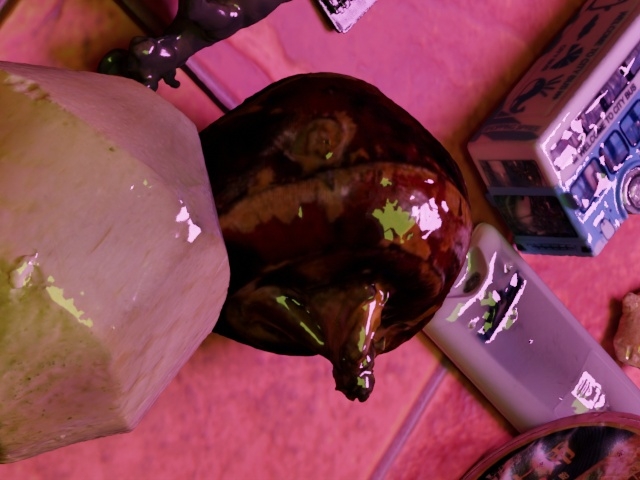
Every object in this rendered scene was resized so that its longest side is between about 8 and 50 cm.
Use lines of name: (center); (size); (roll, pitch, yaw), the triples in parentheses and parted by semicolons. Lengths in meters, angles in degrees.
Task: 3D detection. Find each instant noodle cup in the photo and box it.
instant noodle cup: (0.238, 0.307, 1.497); (0.244, 0.244, 0.255); (-45, 119, -26)

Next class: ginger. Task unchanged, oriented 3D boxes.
ginger: (0.378, 0.046, 1.682); (0.288, 0.075, 0.089); (-20, 83, -30)

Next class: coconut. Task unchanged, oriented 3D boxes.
coconut: (-0.173, 0.000, 1.147); (0.259, 0.259, 0.259); (-4, 96, -37)

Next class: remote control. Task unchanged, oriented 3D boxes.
remote control: (0.209, 0.122, 1.569); (0.313, 0.055, 0.109); (46, 67, -30)

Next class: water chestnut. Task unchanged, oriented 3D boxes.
water chestnut: (0.000, 0.000, 1.289); (0.224, 0.224, 0.238); (25, 48, -36)

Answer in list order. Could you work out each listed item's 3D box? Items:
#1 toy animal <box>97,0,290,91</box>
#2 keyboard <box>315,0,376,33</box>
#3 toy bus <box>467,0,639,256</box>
toy animal: (-0.065, -0.190, 1.284); (0.233, 0.084, 0.148); (-37, 158, -9)
keyboard: (0.058, -0.248, 1.445); (0.196, 0.015, 0.074); (-47, 119, -25)
toy bus: (0.254, -0.125, 1.553); (0.297, 0.106, 0.131); (-49, 118, -26)
